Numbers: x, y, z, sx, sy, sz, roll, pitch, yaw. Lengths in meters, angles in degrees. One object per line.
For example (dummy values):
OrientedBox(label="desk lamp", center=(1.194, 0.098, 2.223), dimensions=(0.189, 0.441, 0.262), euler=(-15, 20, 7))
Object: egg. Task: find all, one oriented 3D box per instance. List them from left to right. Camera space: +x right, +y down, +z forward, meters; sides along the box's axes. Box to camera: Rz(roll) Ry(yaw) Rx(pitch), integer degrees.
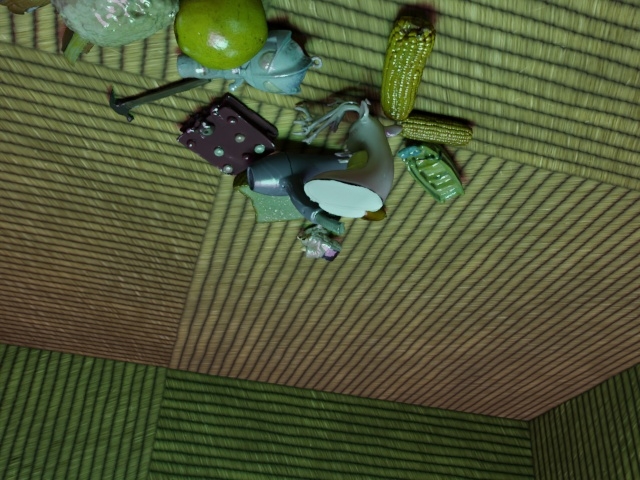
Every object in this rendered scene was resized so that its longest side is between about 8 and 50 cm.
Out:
OrientedBox(label="egg", center=(-0.393, -0.503, 1.294), dimensions=(0.279, 0.279, 0.310), euler=(16, 171, -20))

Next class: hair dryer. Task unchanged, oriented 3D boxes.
OrientedBox(label="hair dryer", center=(-0.004, -0.118, 1.757), dimensions=(0.301, 0.361, 0.121), euler=(-9, 128, -19))

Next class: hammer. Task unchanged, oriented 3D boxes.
OrientedBox(label="hammer", center=(-0.401, -0.370, 1.717), dimensions=(0.297, 0.027, 0.125), euler=(-10, 150, 21))

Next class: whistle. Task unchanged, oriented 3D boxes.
OrientedBox(label="whistle", center=(-0.161, -0.405, 1.562), dimensions=(0.346, 0.133, 0.142), euler=(4, 153, 17))

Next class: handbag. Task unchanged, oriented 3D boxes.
OrientedBox(label="handbag", center=(-0.245, -0.274, 1.811), dimensions=(0.203, 0.074, 0.216), euler=(-25, 140, 34))

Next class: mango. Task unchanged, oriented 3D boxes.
OrientedBox(label="mango", center=(0.148, -0.090, 2.067), dimensions=(0.127, 0.077, 0.063), euler=(13, 125, -41))

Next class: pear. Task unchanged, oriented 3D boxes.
OrientedBox(label="pear", center=(-0.210, -0.453, 1.423), dimensions=(0.198, 0.198, 0.198), euler=(2, 148, 1))

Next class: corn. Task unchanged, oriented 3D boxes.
OrientedBox(label="corn", center=(0.188, -0.385, 1.570), dimensions=(0.102, 0.102, 0.313), euler=(6, 149, -4))
OrientedBox(label="corn", center=(0.292, -0.284, 1.750), dimensions=(0.207, 0.068, 0.068), euler=(9, 148, -7))

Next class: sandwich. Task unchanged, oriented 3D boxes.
OrientedBox(label="sandwich", center=(-0.141, -0.135, 2.032), dimensions=(0.186, 0.065, 0.214), euler=(-5, 148, 12))

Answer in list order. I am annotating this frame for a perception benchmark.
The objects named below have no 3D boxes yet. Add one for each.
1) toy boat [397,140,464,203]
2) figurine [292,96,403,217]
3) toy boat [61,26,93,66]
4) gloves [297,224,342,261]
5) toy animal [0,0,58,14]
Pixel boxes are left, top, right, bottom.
OrientedBox(label="toy boat", center=(0.304, -0.203, 1.871), dimensions=(0.111, 0.084, 0.276), euler=(-20, 144, 28))
OrientedBox(label="figurine", center=(0.054, -0.220, 1.656), dimensions=(0.284, 0.315, 0.206), euler=(-12, 136, 43))
OrientedBox(label="toy boat", center=(-0.550, -0.458, 1.560), dimensions=(0.066, 0.065, 0.172), euler=(3, 157, -39))
OrientedBox(label="gloves", center=(-0.002, 0.007, 2.220), dimensions=(0.110, 0.094, 0.144), euler=(-29, 117, 28))
OrientedBox(label="toy animal", center=(-0.621, -0.521, 1.451), dimensions=(0.188, 0.089, 0.179), euler=(-12, 160, 13))
